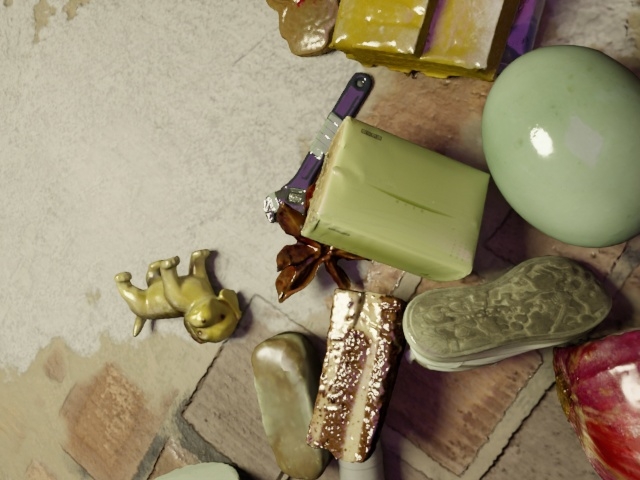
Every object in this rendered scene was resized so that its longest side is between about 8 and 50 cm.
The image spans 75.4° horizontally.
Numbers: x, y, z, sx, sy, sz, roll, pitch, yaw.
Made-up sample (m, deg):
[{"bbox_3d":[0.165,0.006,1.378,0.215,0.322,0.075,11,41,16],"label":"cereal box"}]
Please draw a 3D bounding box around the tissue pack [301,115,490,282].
[{"bbox_3d":[0.106,-0.052,0.604,0.234,0.125,0.159,20,74,-9],"label":"tissue pack"}]

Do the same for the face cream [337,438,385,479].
[{"bbox_3d":[0.065,0.356,0.689,0.077,0.077,0.250,-7,87,16],"label":"face cream"}]

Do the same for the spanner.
[{"bbox_3d":[0.003,-0.158,0.748,0.087,0.024,0.315,34,97,13],"label":"spanner"}]

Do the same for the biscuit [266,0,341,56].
[{"bbox_3d":[-0.008,-0.490,0.716,0.183,0.047,0.319,29,108,19],"label":"biscuit"}]

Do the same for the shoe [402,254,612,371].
[{"bbox_3d":[0.260,0.127,0.620,0.316,0.159,0.124,-8,55,-12],"label":"shoe"}]

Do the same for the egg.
[{"bbox_3d":[0.334,-0.125,0.555,0.203,0.203,0.282,-24,80,15],"label":"egg"}]

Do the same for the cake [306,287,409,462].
[{"bbox_3d":[0.070,0.202,0.655,0.112,0.135,0.246,9,86,23],"label":"cake"}]

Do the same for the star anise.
[{"bbox_3d":[-0.001,-0.003,0.693,0.212,0.111,0.196,-24,118,-5],"label":"star anise"}]

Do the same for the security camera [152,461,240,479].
[{"bbox_3d":[-0.219,0.540,0.715,0.195,0.194,0.236,-6,91,16],"label":"security camera"}]

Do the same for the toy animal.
[{"bbox_3d":[-0.265,0.106,0.775,0.233,0.121,0.168,-1,100,19],"label":"toy animal"}]

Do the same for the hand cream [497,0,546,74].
[{"bbox_3d":[0.312,-0.433,0.641,0.124,0.078,0.340,19,99,16],"label":"hand cream"}]

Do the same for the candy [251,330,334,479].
[{"bbox_3d":[-0.043,0.274,0.708,0.102,0.104,0.233,-12,85,15],"label":"candy"}]

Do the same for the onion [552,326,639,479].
[{"bbox_3d":[0.425,0.215,0.499,0.272,0.256,0.230,-18,71,45],"label":"onion"}]

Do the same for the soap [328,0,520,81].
[{"bbox_3d":[0.172,-0.401,0.618,0.259,0.143,0.281,17,103,19],"label":"soap"}]
